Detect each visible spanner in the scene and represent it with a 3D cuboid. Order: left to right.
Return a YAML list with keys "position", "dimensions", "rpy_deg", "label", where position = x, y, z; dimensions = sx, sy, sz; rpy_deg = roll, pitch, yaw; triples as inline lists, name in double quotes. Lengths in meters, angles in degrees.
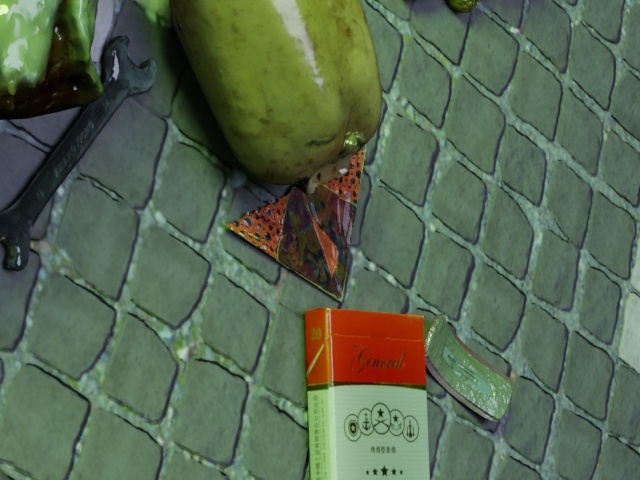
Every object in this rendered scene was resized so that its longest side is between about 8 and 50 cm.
- position: [-0.199, -0.071, 1.562]
  dimensions: [0.054, 0.015, 0.254]
  rpy_deg: [55, 47, -29]
  label: "spanner"

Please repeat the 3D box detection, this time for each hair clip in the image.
- position: [0.138, 0.123, 1.895]
  dimensions: [0.137, 0.022, 0.054]
  rpy_deg: [42, 54, -35]
  label: "hair clip"

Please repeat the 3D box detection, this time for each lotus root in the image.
- position: [-0.040, -0.178, 1.667]
  dimensions: [0.284, 0.146, 0.160]
  rpy_deg: [66, 25, -10]
  label: "lotus root"

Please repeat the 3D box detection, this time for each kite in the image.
- position: [-0.001, 0.000, 1.775]
  dimensions: [0.222, 0.008, 0.125]
  rpy_deg: [-33, 107, -47]
  label: "kite"

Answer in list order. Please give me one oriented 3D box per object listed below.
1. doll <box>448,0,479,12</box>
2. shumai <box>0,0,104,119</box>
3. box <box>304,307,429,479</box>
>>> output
- position: [0.157, -0.299, 1.952]
  dimensions: [0.209, 0.097, 0.137]
  rpy_deg: [-32, 112, -41]
  label: "doll"
- position: [-0.248, -0.245, 1.347]
  dimensions: [0.397, 0.324, 0.323]
  rpy_deg: [13, 86, -41]
  label: "shumai"
- position: [0.045, 0.184, 1.767]
  dimensions: [0.139, 0.035, 0.245]
  rpy_deg: [5, 78, -47]
  label: "box"
